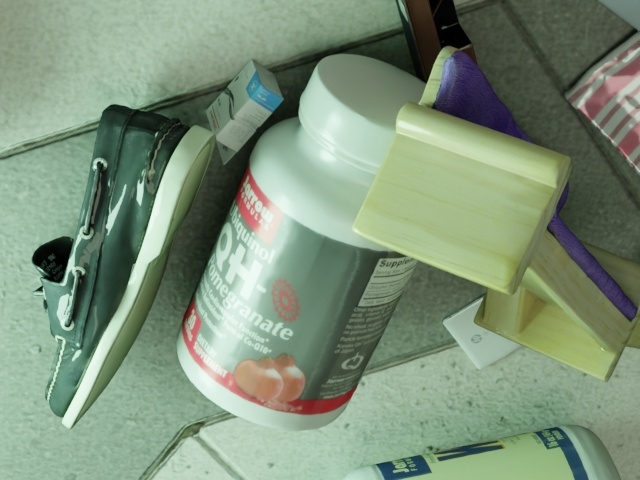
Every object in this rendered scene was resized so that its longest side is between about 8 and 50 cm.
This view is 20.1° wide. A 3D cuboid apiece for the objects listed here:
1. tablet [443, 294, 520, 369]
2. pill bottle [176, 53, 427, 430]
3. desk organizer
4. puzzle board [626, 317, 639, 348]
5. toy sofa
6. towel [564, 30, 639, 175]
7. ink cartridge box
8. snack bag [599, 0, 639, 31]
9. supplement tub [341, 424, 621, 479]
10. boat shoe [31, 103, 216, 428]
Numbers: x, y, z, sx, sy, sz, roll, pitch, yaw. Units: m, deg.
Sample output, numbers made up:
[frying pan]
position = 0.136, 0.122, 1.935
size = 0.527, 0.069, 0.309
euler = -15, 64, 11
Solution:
[tablet]
position = 0.166, 0.094, 1.836
size = 0.054, 0.006, 0.083
euler = -32, 126, 9
[pill bottle]
position = 0.000, 0.000, 1.620
size = 0.176, 0.176, 0.318
euler = 12, 121, -22
[desk organizer]
position = 0.101, -0.191, 1.591
size = 0.050, 0.047, 0.130
euler = -21, 127, -2
[puzzle board]
position = 0.350, 0.082, 1.838
size = 0.096, 0.011, 0.128
euler = 10, 151, -22
[toy sofa]
position = 0.182, -0.015, 1.554
size = 0.177, 0.150, 0.362
euler = -64, 153, -6
[towel]
position = 0.344, -0.114, 1.686
size = 0.144, 0.029, 0.197
euler = -42, 107, 15
[ink cartridge box]
position = -0.073, -0.113, 1.599
size = 0.028, 0.048, 0.083
euler = 31, 112, -30
[snack bag]
position = 0.290, -0.345, 1.482
size = 0.323, 0.037, 0.342
euler = 31, 130, -29
[supplement tub]
position = 0.146, 0.332, 1.858
size = 0.325, 0.235, 0.235
euler = -11, 127, -7
[boat shoe]
position = -0.203, 0.021, 1.628
size = 0.113, 0.127, 0.340
euler = 27, 126, 3
